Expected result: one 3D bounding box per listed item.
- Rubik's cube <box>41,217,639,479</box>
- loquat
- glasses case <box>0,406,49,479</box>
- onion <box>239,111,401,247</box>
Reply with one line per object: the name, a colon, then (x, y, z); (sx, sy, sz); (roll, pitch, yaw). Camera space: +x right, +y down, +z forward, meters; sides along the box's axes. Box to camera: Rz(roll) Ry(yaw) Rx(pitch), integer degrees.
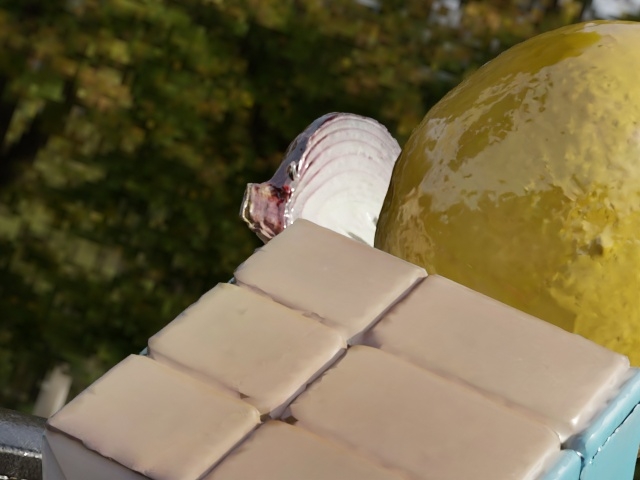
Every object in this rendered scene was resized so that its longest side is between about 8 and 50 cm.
Rubik's cube: (0.010, 0.162, 0.972); (0.221, 0.224, 0.231); (23, -49, 26)
loquat: (0.174, 0.004, 1.131); (0.274, 0.275, 0.275); (18, -9, 3)
glasses case: (-0.246, 0.166, 1.449); (0.266, 0.067, 0.103); (20, 8, -43)
onion: (0.000, 0.000, 1.534); (0.151, 0.206, 0.098); (13, -15, -12)
